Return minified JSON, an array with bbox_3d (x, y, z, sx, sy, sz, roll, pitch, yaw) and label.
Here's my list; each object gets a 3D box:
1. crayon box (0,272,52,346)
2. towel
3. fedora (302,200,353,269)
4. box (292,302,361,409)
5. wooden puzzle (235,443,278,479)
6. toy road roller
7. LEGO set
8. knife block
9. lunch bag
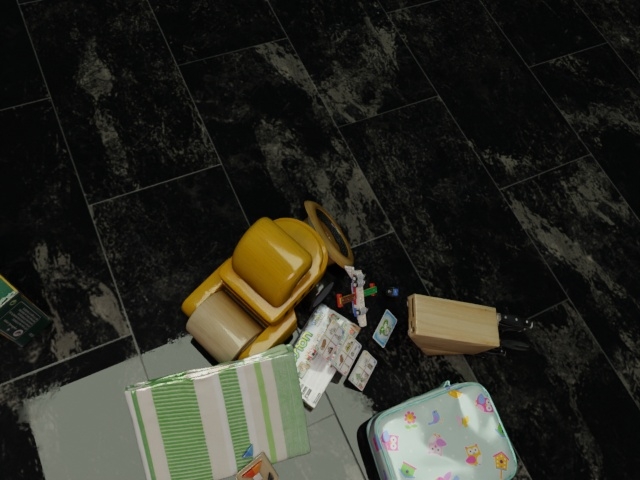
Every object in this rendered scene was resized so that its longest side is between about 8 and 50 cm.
[{"bbox_3d":[-0.707,0.061,1.075,0.323,0.203,0.083,39,66,10],"label":"crayon box"},{"bbox_3d":[-0.192,0.350,1.055,0.324,0.038,0.248,-11,104,-15],"label":"towel"},{"bbox_3d":[0.000,0.000,1.261,0.079,0.194,0.194,-35,72,16],"label":"fedora"},{"bbox_3d":[-0.009,0.251,1.190,0.114,0.036,0.207,32,65,6],"label":"box"},{"bbox_3d":[-0.123,0.465,1.060,0.078,0.014,0.116,-42,108,-25],"label":"wooden puzzle"},{"bbox_3d":[-0.127,0.094,1.109,0.202,0.241,0.329,40,74,14],"label":"toy road roller"},{"bbox_3d":[0.085,0.179,1.196,0.182,0.060,0.244,47,63,-33],"label":"LEGO set"},{"bbox_3d":[0.331,0.188,1.167,0.241,0.276,0.088,-8,64,20],"label":"knife block"},{"bbox_3d":[0.247,0.420,1.116,0.278,0.108,0.224,-14,66,-15],"label":"lunch bag"}]
